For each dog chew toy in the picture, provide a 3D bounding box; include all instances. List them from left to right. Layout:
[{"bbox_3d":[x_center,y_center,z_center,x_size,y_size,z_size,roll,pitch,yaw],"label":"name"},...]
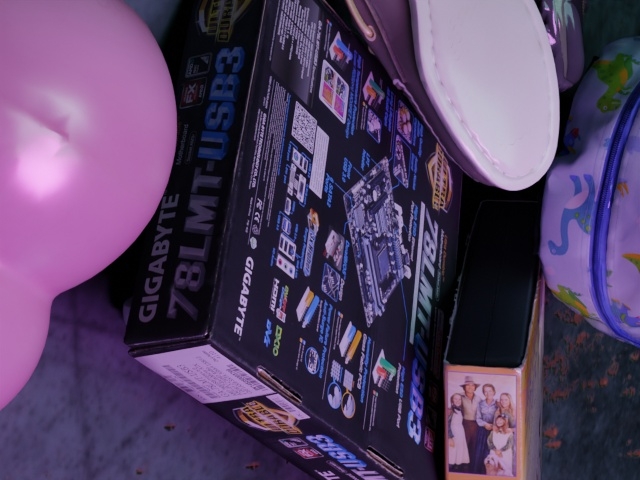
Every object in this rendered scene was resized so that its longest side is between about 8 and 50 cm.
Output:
[{"bbox_3d":[-0.215,0.007,0.813,0.206,0.207,0.331,37,79,-49],"label":"dog chew toy"}]

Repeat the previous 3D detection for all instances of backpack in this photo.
[{"bbox_3d":[0.309,-0.032,1.252,0.356,0.273,0.290,18,94,-43],"label":"backpack"}]

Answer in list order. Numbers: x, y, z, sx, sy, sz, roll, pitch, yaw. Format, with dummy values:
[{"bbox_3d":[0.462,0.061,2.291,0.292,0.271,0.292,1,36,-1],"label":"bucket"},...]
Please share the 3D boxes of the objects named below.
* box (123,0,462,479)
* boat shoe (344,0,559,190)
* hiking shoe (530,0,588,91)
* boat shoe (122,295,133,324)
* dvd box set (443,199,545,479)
[{"bbox_3d":[0.000,0.000,1.098,0.293,0.073,0.295,43,47,-49],"label":"box"},{"bbox_3d":[0.070,-0.173,1.108,0.109,0.091,0.305,-29,98,-30],"label":"boat shoe"},{"bbox_3d":[0.192,-0.221,1.150,0.114,0.086,0.226,-4,97,-17],"label":"hiking shoe"},{"bbox_3d":[-0.066,0.076,1.109,0.183,0.065,0.083,-2,98,-53],"label":"boat shoe"},{"bbox_3d":[0.144,0.215,1.285,0.307,0.062,0.420,-67,157,-64],"label":"dvd box set"}]
